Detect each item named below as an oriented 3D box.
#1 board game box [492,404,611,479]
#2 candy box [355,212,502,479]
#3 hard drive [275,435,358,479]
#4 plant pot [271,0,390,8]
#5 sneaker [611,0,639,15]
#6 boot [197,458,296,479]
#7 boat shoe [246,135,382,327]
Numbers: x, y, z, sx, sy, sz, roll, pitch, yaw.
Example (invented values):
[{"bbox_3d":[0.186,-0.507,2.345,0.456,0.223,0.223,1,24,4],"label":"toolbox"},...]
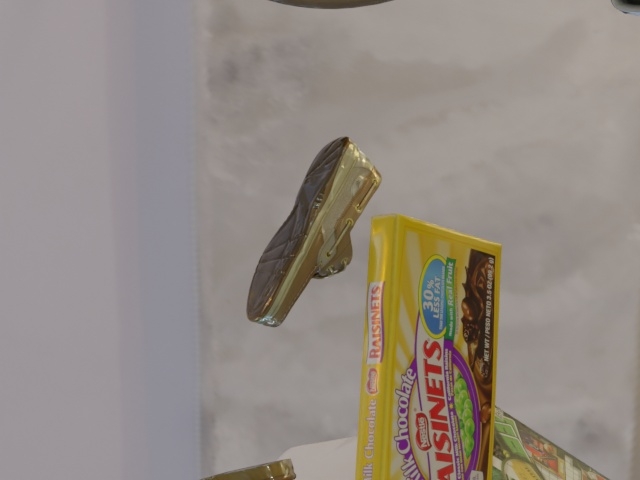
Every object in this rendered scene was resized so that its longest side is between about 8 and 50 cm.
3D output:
[{"bbox_3d":[0.243,0.255,1.366,0.260,0.136,0.030,33,-58,-13],"label":"board game box"},{"bbox_3d":[0.067,0.093,0.946,0.105,0.027,0.205,14,-106,-41],"label":"candy box"},{"bbox_3d":[-0.022,0.278,1.484,0.319,0.210,0.040,-38,-70,-54],"label":"hard drive"},{"bbox_3d":[-0.003,-0.385,1.213,0.323,0.280,0.323,-6,-55,-8],"label":"plant pot"},{"bbox_3d":[0.390,-0.254,1.455,0.091,0.258,0.094,-47,-67,-35],"label":"sneaker"},{"bbox_3d":[-0.044,0.319,1.201,0.089,0.236,0.269,-12,-106,-24],"label":"boot"},{"bbox_3d":[0.000,0.000,0.968,0.045,0.050,0.135,36,-109,-23],"label":"boat shoe"}]
